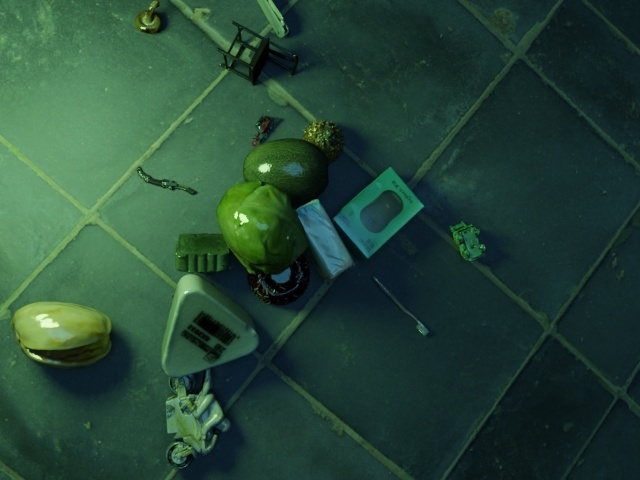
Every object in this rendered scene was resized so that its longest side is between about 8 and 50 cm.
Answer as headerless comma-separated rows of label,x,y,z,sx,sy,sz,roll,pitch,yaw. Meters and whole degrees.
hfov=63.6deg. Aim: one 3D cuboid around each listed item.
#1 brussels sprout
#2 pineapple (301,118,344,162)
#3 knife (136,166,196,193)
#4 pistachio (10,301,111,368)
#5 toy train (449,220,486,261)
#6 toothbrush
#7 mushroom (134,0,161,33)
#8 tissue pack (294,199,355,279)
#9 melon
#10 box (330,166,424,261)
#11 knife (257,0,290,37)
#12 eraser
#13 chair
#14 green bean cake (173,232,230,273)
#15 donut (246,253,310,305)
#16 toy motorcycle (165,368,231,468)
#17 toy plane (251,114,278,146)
brussels sprout,-0.194,-0.045,1.686,0.247,0.328,0.328,-44,93,-16
pineapple,0.016,-0.371,1.899,0.161,0.137,0.176,11,82,-8
knife,-0.557,-0.204,1.851,0.222,0.021,0.046,22,79,-6
pistachio,-0.840,0.298,1.671,0.308,0.230,0.230,10,83,-13
toy train,0.565,0.002,1.990,0.099,0.081,0.149,-24,95,-11
toothbrush,0.299,0.248,1.948,0.029,0.025,0.307,-44,93,-2
mushroom,-0.608,-0.805,1.865,0.129,0.072,0.088,-43,77,23
tissue pack,0.000,0.000,1.833,0.124,0.201,0.271,-29,90,-6
melon,-0.123,-0.238,1.815,0.301,0.237,0.238,-1,85,3
box,0.203,-0.096,1.916,0.311,0.118,0.205,-41,91,-11
knife,-0.196,-0.887,1.945,0.040,0.073,0.266,-31,88,-19
eraser,-0.359,0.298,1.739,0.330,0.150,0.332,-7,112,-18
chair,-0.226,-0.658,1.882,0.260,0.154,0.142,27,82,-3
green bean cake,-0.402,0.045,1.769,0.183,0.185,0.094,2,109,-11
donut,-0.146,0.122,1.856,0.234,0.089,0.235,1,85,-11
toy motorcycle,-0.417,0.598,1.760,0.222,0.108,0.341,-1,87,-9
toy plane,-0.216,-0.412,1.917,0.060,0.037,0.145,32,77,-16
